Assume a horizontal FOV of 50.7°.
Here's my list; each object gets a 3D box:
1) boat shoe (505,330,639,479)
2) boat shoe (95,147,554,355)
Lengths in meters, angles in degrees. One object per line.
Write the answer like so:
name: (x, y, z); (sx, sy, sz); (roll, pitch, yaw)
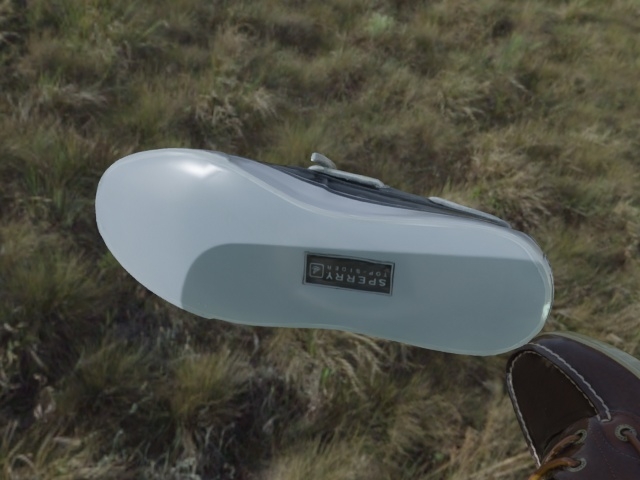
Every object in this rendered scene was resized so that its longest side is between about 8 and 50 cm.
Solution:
boat shoe: (0.199, 0.180, 0.466); (0.123, 0.123, 0.342); (4, 31, -16)
boat shoe: (0.001, -0.004, 0.466); (0.306, 0.113, 0.105); (6, 13, 14)
